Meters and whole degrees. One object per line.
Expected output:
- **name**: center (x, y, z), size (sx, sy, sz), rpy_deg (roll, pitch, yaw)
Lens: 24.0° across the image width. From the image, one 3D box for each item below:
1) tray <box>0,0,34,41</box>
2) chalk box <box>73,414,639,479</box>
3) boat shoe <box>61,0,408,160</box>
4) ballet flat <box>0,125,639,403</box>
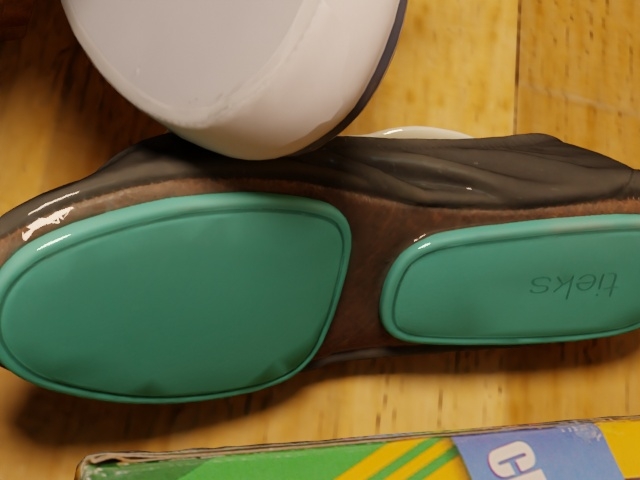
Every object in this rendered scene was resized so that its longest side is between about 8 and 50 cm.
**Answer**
- **tray**: center (-0.271, -0.247, 0.603), size (0.202, 0.076, 0.411), rpy_deg (-12, 65, -25)
- **chalk box**: center (0.076, 0.160, 0.404), size (0.289, 0.180, 0.179), rpy_deg (-1, 60, -18)
- **boat shoe**: center (-0.018, -0.145, 0.576), size (0.156, 0.136, 0.367), rpy_deg (27, 26, -39)
- **ballet flat**: center (0.000, 0.000, 0.535), size (0.280, 0.095, 0.096), rpy_deg (0, 34, -31)
